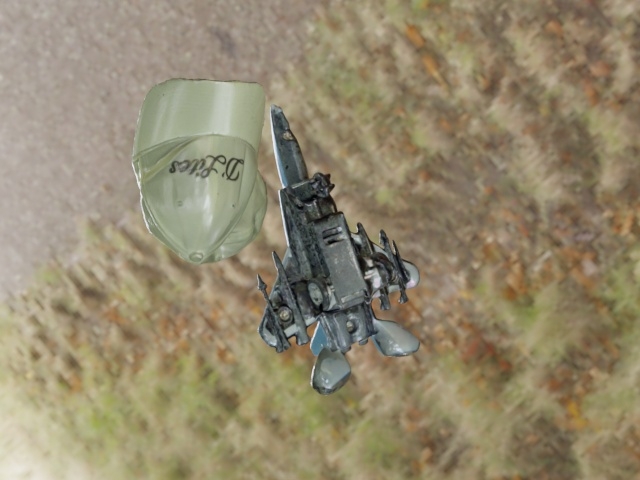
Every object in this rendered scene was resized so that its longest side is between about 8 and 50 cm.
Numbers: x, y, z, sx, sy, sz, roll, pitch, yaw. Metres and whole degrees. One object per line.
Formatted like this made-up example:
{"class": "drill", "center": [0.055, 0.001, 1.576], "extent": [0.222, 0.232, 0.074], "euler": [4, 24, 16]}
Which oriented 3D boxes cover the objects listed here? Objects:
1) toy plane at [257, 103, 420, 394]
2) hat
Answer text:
{"class": "toy plane", "center": [0.004, -0.001, 1.096], "extent": [0.078, 0.169, 0.246], "euler": [2, 109, 58]}
{"class": "hat", "center": [-0.079, -0.050, 0.963], "extent": [0.081, 0.122, 0.166], "euler": [59, 140, 46]}
